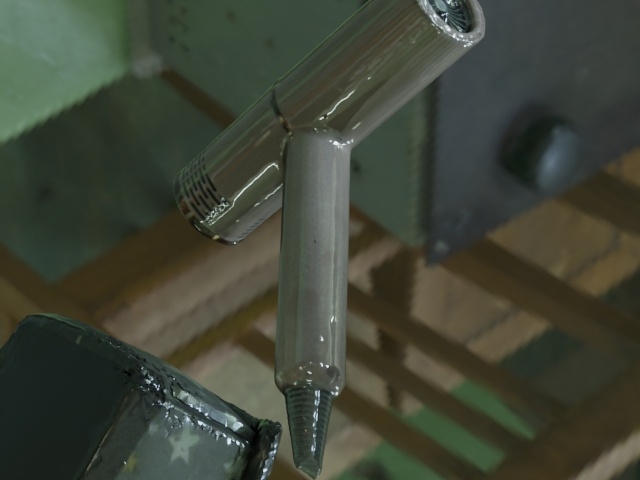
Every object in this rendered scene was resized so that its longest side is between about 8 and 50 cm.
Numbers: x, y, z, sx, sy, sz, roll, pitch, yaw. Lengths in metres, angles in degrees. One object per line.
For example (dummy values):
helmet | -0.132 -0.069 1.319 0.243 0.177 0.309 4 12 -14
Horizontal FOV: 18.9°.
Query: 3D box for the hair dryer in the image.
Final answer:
hair dryer | 0.008 -0.004 0.933 0.053 0.220 0.195 25 131 -32

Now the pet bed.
pet bed | -0.131 0.168 1.121 0.159 0.183 0.211 32 81 -35
